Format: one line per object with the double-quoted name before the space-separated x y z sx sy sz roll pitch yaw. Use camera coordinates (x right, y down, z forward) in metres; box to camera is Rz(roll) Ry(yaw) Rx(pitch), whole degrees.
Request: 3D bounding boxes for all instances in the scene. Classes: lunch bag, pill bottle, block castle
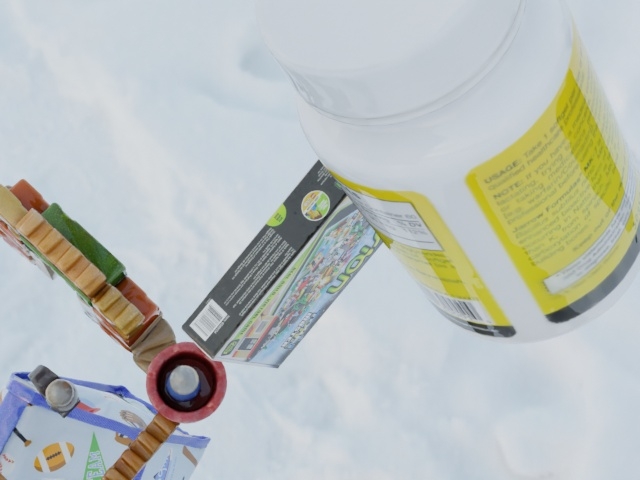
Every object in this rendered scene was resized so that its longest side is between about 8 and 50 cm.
"lunch bag" -0.359 0.363 1.772 0.239 0.385 0.328 23 86 25
"pill bottle" 0.062 -0.050 0.556 0.119 0.208 0.119 -14 55 20
"block castle" -0.344 0.111 1.382 0.453 0.213 0.303 41 75 5

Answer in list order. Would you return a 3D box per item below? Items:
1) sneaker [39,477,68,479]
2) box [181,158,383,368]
"sneaker" -0.210 0.357 1.056 0.114 0.152 0.305 10 56 -44
"box" 0.000 0.000 0.925 0.036 0.114 0.207 43 99 22
